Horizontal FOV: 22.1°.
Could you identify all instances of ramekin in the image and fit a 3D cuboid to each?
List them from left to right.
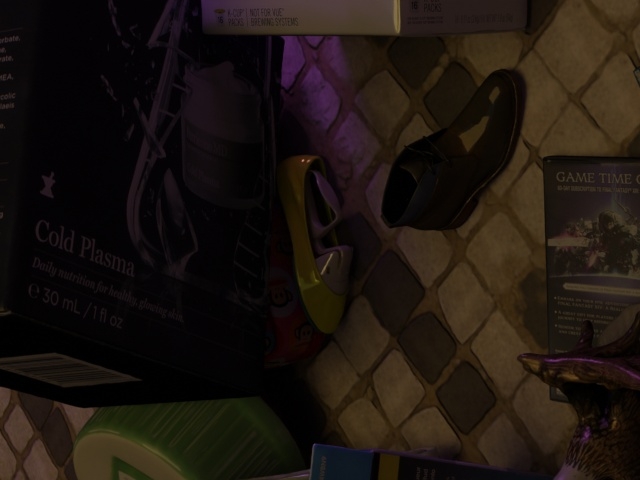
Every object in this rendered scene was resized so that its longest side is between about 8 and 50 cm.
[{"bbox_3d":[-0.180,0.304,2.154,0.303,0.148,0.303,25,139,23],"label":"ramekin"}]

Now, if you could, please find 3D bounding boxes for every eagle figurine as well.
[{"bbox_3d":[0.306,0.232,1.678,0.226,0.225,0.298,-99,-14,-63],"label":"eagle figurine"}]

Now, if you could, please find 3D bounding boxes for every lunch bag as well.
[{"bbox_3d":[-0.136,0.057,2.178,0.293,0.120,0.258,-21,80,48],"label":"lunch bag"}]

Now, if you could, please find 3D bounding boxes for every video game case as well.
[{"bbox_3d":[0.323,0.048,1.750,0.196,0.026,0.274,5,99,47],"label":"video game case"}]

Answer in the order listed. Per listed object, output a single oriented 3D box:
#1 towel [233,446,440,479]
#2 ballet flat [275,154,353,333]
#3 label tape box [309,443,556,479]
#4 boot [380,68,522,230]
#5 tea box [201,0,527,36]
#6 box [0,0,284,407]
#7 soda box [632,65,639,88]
[{"bbox_3d":[0.025,0.451,1.958,0.320,0.090,0.374,-12,87,4],"label":"towel"},{"bbox_3d":[0.000,0.000,2.061,0.077,0.077,0.231,-19,80,34],"label":"ballet flat"},{"bbox_3d":[0.092,0.356,1.766,0.115,0.347,0.249,-4,76,57],"label":"label tape box"},{"bbox_3d":[0.148,-0.095,1.854,0.082,0.106,0.219,45,127,33],"label":"boot"},{"bbox_3d":[0.042,-0.392,1.836,0.329,0.220,0.323,9,104,46],"label":"tea box"},{"bbox_3d":[-0.292,-0.080,1.900,0.297,0.480,0.472,-7,72,29],"label":"box"},{"bbox_3d":[0.381,-0.103,1.631,0.058,0.063,0.183,-33,72,46],"label":"soda box"}]
